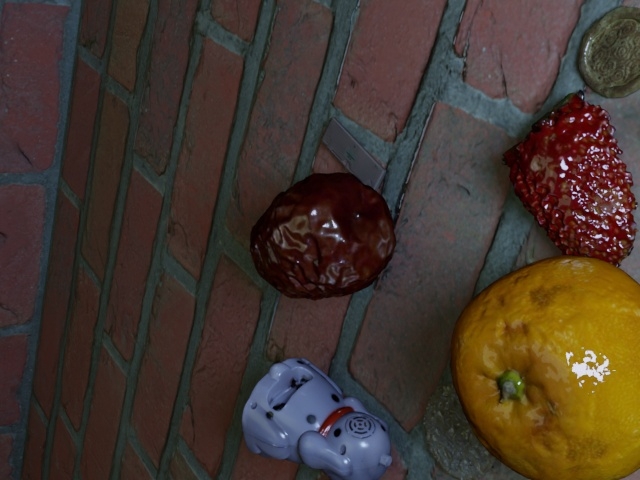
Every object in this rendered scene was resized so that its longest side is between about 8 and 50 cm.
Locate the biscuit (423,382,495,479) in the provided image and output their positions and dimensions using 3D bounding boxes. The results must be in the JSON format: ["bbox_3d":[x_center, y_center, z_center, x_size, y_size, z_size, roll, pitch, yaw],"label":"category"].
[{"bbox_3d":[0.208,0.285,1.213,0.152,0.020,0.152,8,100,53],"label":"biscuit"}]

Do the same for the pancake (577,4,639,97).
[{"bbox_3d":[0.359,-0.227,0.978,0.115,0.011,0.115,4,95,51],"label":"pancake"}]

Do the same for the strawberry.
[{"bbox_3d":[0.310,-0.071,0.995,0.167,0.087,0.208,-55,53,38],"label":"strawberry"}]

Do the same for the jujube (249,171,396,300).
[{"bbox_3d":[0.000,0.000,1.302,0.232,0.212,0.213,-33,67,57],"label":"jujube"}]

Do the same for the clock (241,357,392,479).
[{"bbox_3d":[0.017,0.326,1.371,0.254,0.188,0.189,23,112,33],"label":"clock"}]

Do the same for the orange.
[{"bbox_3d":[0.282,0.149,0.934,0.261,0.261,0.261,7,98,52],"label":"orange"}]

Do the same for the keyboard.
[{"bbox_3d":[0.056,-0.143,1.378,0.166,0.017,0.055,51,126,37],"label":"keyboard"}]
